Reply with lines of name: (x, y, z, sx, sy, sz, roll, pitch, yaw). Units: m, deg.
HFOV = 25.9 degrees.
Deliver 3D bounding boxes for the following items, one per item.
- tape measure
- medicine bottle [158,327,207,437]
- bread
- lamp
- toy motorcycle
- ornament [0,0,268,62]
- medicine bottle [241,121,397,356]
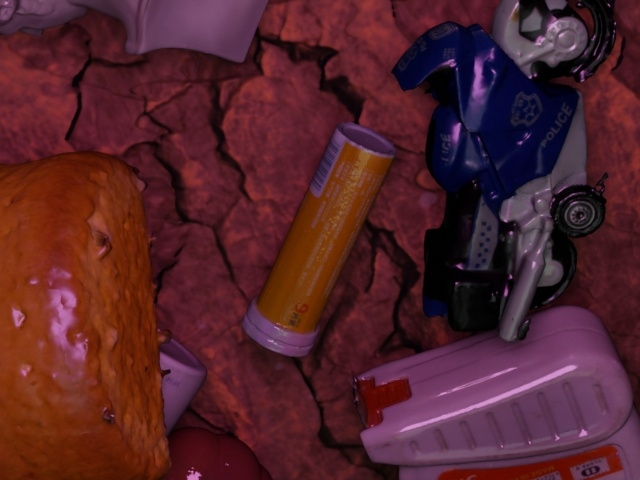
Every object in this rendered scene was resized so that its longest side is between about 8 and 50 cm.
tape measure: (0.187, 0.192, 1.389, 0.258, 0.130, 0.265, -21, 124, 6)
medicine bottle: (-0.249, 0.228, 1.289, 0.130, 0.130, 0.341, 33, 91, -22)
bread: (-0.238, 0.076, 1.143, 0.194, 0.179, 0.340, -8, 83, 8)
lamp: (-0.130, 0.274, 1.374, 0.182, 0.140, 0.182, -3, 114, -7)
toy motorcycle: (0.156, -0.075, 1.253, 0.196, 0.125, 0.331, 2, 113, -7)
ornament: (-0.180, -0.215, 1.125, 0.285, 0.120, 0.130, 3, 111, -12)
medicine bottle: (0.000, 0.000, 1.291, 0.074, 0.074, 0.218, 18, 112, -17)
